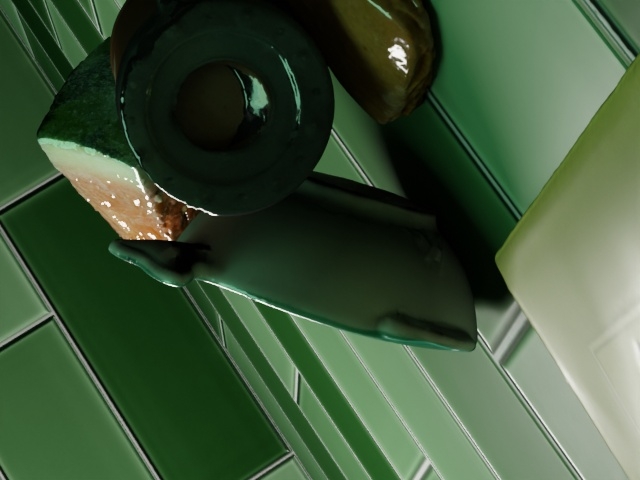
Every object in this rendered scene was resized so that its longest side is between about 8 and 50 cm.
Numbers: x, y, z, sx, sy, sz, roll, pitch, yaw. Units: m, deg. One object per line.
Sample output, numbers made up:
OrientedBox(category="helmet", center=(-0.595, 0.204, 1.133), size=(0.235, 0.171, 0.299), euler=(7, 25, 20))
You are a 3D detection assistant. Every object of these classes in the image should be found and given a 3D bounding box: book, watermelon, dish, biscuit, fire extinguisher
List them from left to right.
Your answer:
OrientedBox(category="watermelon", center=(-0.136, -0.065, 1.319), size=(0.140, 0.193, 0.257), euler=(16, 144, 25))
OrientedBox(category="fire extinguisher", center=(-0.074, -0.141, 0.892), size=(0.376, 0.113, 0.200), euler=(-126, 35, -75))
OrientedBox(category="biscuit", center=(-0.002, -0.157, 0.736), size=(0.192, 0.036, 0.186), euler=(56, 168, 6))
OrientedBox(category="dish", center=(0.000, 0.000, 0.875), size=(0.246, 0.078, 0.224), euler=(12, -172, -38))
OrientedBox(category="book", center=(0.169, 0.056, 0.568), size=(0.239, 0.035, 0.352), euler=(57, 169, 11))
